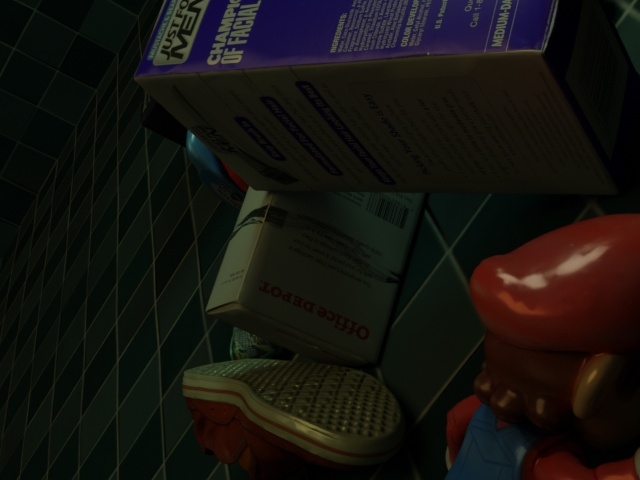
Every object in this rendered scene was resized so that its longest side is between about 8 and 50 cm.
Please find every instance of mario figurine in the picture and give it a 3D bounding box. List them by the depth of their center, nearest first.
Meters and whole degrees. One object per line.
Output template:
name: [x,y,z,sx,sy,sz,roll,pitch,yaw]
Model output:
mario figurine: [0.152,0.140,0.620,0.198,0.170,0.321,27,103,32]

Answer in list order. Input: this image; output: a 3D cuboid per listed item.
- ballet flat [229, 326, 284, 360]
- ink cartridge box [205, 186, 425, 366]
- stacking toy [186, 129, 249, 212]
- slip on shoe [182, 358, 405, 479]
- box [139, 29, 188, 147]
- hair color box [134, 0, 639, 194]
ballet flat: [-0.062,0.070,1.191,0.070,0.070,0.188,-48,29,33]
ink cartridge box: [0.000,0.000,0.996,0.087,0.153,0.208,-22,46,61]
stacking toy: [0.005,-0.155,1.193,0.301,0.175,0.166,-26,42,36]
slip on shoe: [-0.030,0.171,0.962,0.331,0.123,0.101,-3,95,59]
box: [-0.121,-0.310,1.548,0.294,0.182,0.296,-54,24,26]
hair color box: [0.050,-0.122,0.802,0.338,0.185,0.110,1,64,33]
